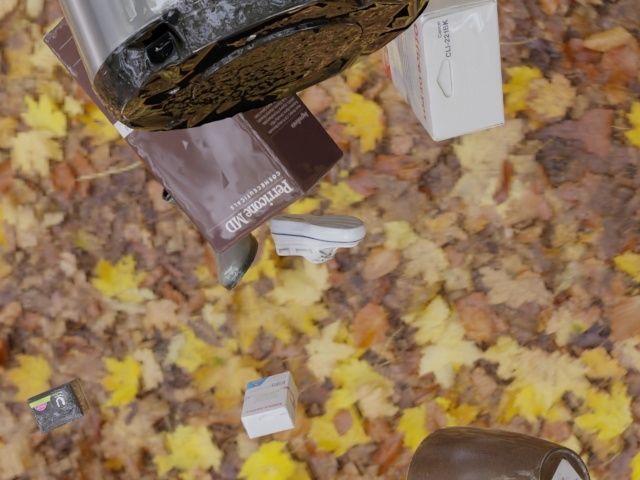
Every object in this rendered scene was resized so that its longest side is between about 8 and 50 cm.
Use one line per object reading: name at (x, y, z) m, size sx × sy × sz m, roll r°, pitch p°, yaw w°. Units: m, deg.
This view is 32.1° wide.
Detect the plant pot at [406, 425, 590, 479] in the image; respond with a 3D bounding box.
plant pot at (0.283, 0.372, 1.661) m, size 0.230 × 0.215 × 0.215 m, roll -23°, pitch 83°, yaw 51°

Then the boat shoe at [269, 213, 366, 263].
boat shoe at (0.000, 0.000, 1.817) m, size 0.226 × 0.083 × 0.076 m, roll 10°, pitch 111°, yaw 57°

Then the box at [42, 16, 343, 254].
box at (-0.170, -0.191, 1.493) m, size 0.191 × 0.143 × 0.381 m, roll -34°, pitch 100°, yaw 37°

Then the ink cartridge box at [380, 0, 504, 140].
ink cartridge box at (0.169, -0.297, 1.641) m, size 0.114 × 0.273 × 0.197 m, roll -14°, pitch 123°, yaw -6°

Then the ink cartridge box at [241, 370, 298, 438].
ink cartridge box at (-0.093, 0.304, 2.061) m, size 0.088 × 0.122 × 0.052 m, roll -16°, pitch 112°, yaw 10°

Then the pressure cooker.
pressure cooker at (-0.113, -0.363, 1.122) m, size 0.375 × 0.370 × 0.420 m, roll -28°, pitch 83°, yaw 48°

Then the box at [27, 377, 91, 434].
box at (-0.351, 0.222, 1.500) m, size 0.062 × 0.083 × 0.052 m, roll -23°, pitch 89°, yaw -5°

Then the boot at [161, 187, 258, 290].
boot at (-0.188, -0.033, 1.779) m, size 0.161 × 0.246 × 0.083 m, roll 32°, pitch 118°, yaw -24°
